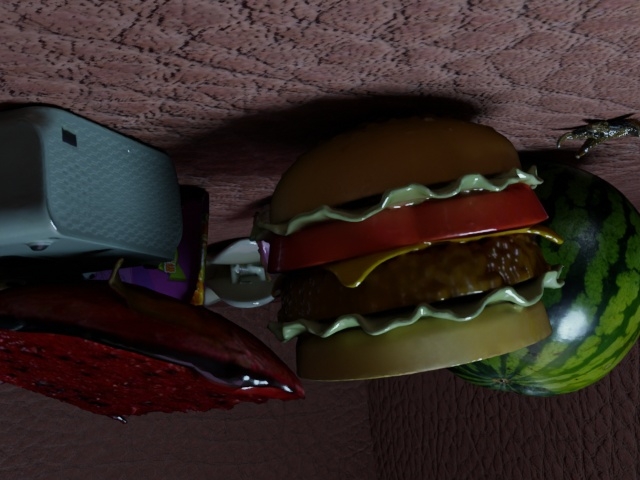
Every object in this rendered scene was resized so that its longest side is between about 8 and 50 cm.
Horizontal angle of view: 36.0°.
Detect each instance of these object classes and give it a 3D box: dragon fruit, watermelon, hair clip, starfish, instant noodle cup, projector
[{"bbox_3d":[-0.199,0.084,0.876,0.282,0.100,0.343,24,155,-40],"label":"dragon fruit"},{"bbox_3d":[0.251,0.046,1.167,0.285,0.285,0.285,-6,173,-1],"label":"watermelon"},{"bbox_3d":[-0.130,0.057,1.723,0.172,0.113,0.282,-6,179,-5],"label":"hair clip"},{"bbox_3d":[0.286,-0.106,1.004,0.091,0.028,0.078,-5,168,7],"label":"starfish"},{"bbox_3d":[-0.227,0.064,1.123,0.190,0.251,0.251,3,172,-7],"label":"instant noodle cup"},{"bbox_3d":[-0.253,-0.025,0.825,0.198,0.108,0.250,-7,174,13],"label":"projector"}]

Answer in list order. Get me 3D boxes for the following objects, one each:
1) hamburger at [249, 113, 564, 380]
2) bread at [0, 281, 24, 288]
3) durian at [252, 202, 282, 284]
[{"bbox_3d":[0.073,-0.003,0.872,0.274,0.212,0.274,-10,179,0],"label":"hamburger"},{"bbox_3d":[-0.357,0.021,1.225,0.074,0.084,0.139,-10,173,22],"label":"bread"},{"bbox_3d":[0.012,0.007,1.216,0.153,0.186,0.260,3,-177,-24],"label":"durian"}]
